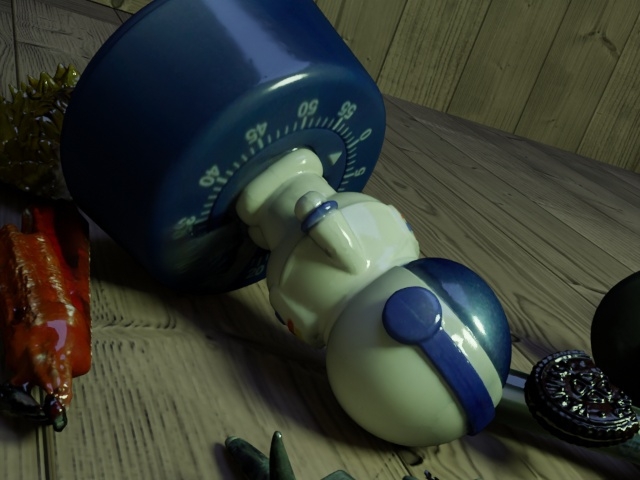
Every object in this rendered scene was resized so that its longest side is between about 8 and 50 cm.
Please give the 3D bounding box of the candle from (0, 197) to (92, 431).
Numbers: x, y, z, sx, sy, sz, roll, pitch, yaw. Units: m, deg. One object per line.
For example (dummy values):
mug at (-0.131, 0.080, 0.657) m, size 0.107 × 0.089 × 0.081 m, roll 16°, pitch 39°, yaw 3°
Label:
candle at (-0.187, 0.039, 0.605) m, size 0.084 × 0.059 × 0.302 m, roll 3°, pitch 23°, yaw -23°

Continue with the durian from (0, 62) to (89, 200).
durian at (-0.266, -0.130, 0.937) m, size 0.191 × 0.112 × 0.341 m, roll 27°, pitch 20°, yaw 13°

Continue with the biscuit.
biscuit at (0.196, 0.118, 0.660) m, size 0.087 × 0.027 × 0.089 m, roll 12°, pitch 35°, yaw 15°

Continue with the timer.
timer at (0.000, 0.000, 0.696) m, size 0.270 × 0.270 × 0.383 m, roll -2°, pitch 43°, yaw -52°

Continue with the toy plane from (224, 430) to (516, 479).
toy plane at (0.009, 0.150, 0.448) m, size 0.192 × 0.088 × 0.262 m, roll -23°, pitch 35°, yaw -26°

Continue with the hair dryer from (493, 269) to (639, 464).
hair dryer at (0.240, 0.103, 0.759) m, size 0.284 × 0.156 × 0.320 m, roll 35°, pitch 28°, yaw 10°
